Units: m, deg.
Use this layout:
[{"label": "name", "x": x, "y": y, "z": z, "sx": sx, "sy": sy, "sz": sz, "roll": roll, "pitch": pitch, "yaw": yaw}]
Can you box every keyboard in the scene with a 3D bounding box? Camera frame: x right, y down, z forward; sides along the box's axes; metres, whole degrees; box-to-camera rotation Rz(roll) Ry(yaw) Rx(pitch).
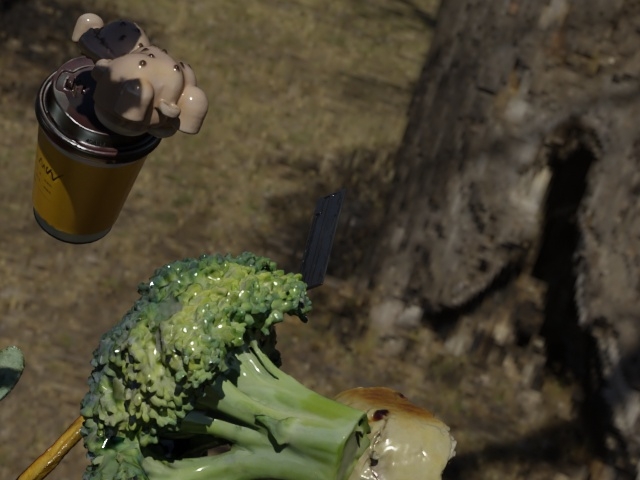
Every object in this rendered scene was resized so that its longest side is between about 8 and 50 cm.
[{"label": "keyboard", "x": 0.000, "y": 0.000, "z": 2.204, "sx": 0.010, "sy": 0.063, "sz": 0.198, "roll": 43, "pitch": 44, "yaw": -32}]

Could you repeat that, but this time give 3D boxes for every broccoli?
[{"label": "broccoli", "x": -0.125, "y": 0.174, "z": 1.490, "sx": 0.302, "sy": 0.375, "sz": 0.249, "roll": 4, "pitch": -30, "yaw": 42}]

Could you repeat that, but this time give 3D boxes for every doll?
[{"label": "doll", "x": -0.250, "y": -0.227, "z": 1.892, "sx": 0.154, "sy": 0.119, "sz": 0.278, "roll": 16, "pitch": 22, "yaw": -28}]

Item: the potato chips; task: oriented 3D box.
[{"label": "potato chips", "x": -0.312, "y": 0.254, "z": 1.661, "sx": 0.026, "sy": 0.204, "sz": 0.037, "roll": 36, "pitch": -11, "yaw": 34}]

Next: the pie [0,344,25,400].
[{"label": "pie", "x": -0.400, "y": 0.182, "z": 1.543, "sx": 0.041, "sy": 0.187, "sz": 0.187, "roll": 51, "pitch": 13, "yaw": -13}]

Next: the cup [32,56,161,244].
[{"label": "cup", "x": -0.350, "y": -0.130, "z": 2.127, "sx": 0.196, "sy": 0.280, "sz": 0.196, "roll": 12, "pitch": 46, "yaw": -13}]

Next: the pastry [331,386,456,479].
[{"label": "pastry", "x": 0.049, "y": 0.327, "z": 1.951, "sx": 0.170, "sy": 0.237, "sz": 0.256, "roll": 15, "pitch": 6, "yaw": -30}]
